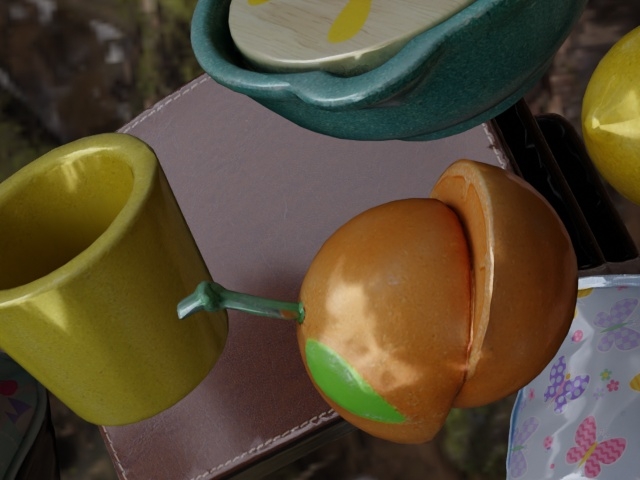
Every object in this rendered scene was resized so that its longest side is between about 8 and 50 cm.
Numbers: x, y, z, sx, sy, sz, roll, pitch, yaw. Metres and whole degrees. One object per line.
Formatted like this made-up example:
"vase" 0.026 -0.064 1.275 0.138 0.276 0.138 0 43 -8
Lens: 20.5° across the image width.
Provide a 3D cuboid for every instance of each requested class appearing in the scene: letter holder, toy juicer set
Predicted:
"letter holder" 0.000 0.000 1.049 0.302 0.152 0.214 -29 80 24
"toy juicer set" 0.052 -0.081 0.502 0.209 0.329 0.089 6 138 44

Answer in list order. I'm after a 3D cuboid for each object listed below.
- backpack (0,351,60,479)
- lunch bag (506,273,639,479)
"backpack" -0.256 0.123 0.732 0.254 0.225 0.191 7 136 10
"lunch bag" 0.096 0.048 0.504 0.083 0.053 0.071 -2 63 26
